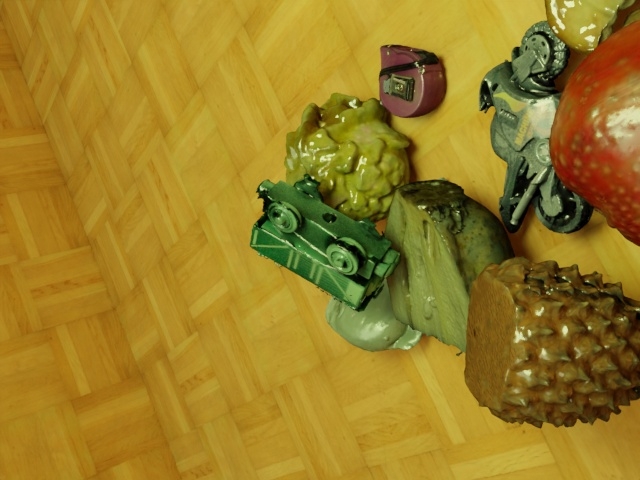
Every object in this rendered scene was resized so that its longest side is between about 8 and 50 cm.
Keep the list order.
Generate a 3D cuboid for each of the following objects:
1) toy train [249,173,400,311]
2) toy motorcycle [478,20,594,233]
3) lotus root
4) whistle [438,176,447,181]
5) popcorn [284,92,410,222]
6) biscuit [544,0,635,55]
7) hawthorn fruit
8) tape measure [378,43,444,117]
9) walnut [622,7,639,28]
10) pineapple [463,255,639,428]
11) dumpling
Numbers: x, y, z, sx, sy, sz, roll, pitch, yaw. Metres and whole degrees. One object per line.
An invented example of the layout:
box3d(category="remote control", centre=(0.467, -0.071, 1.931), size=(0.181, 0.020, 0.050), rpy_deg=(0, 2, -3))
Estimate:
box3d(category="toy train", centre=(0.000, 0.000, 1.170), size=(0.269, 0.115, 0.154), rpy_deg=(30, 141, 10))
box3d(category="toy motorcycle", centre=(0.312, -0.157, 1.025), size=(0.173, 0.108, 0.307), rpy_deg=(6, 108, 58))
box3d(category="lotus root", centre=(0.211, 0.024, 1.136), size=(0.267, 0.149, 0.260), rpy_deg=(19, 125, 64))
box3d(category="whistle", centre=(0.228, -0.063, 1.202), size=(0.035, 0.035, 0.100), rpy_deg=(-34, 75, 50))
box3d(category="popcorn", centre=(0.038, -0.144, 1.273), size=(0.259, 0.212, 0.259), rpy_deg=(22, 124, 38))
box3d(category="biscuit", centre=(0.368, -0.393, 0.873), size=(0.154, 0.045, 0.299), rpy_deg=(43, 118, 33))
box3d(category="hawthorn fruit", centre=(0.427, -0.142, 0.756), size=(0.287, 0.287, 0.330), rpy_deg=(54, 127, 22))
box3d(category="tape measure", centre=(0.149, -0.271, 1.195), size=(0.125, 0.074, 0.118), rpy_deg=(25, 121, 45))
box3d(category="walnut", centre=(0.427, -0.260, 0.870), size=(0.096, 0.082, 0.079), rpy_deg=(9, 81, 50))
box3d(category="pineapple", centre=(0.382, 0.137, 0.923), size=(0.223, 0.357, 0.223), rpy_deg=(-178, 90, -85))
box3d(category="dumpling", centre=(0.111, 0.147, 1.376), size=(0.219, 0.153, 0.108), rpy_deg=(15, 158, 31))
